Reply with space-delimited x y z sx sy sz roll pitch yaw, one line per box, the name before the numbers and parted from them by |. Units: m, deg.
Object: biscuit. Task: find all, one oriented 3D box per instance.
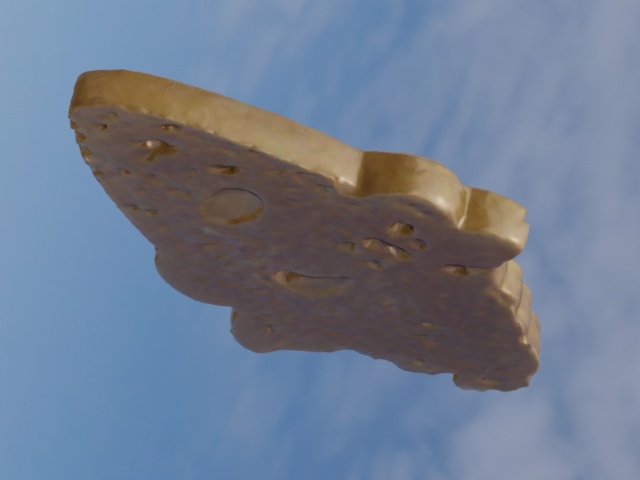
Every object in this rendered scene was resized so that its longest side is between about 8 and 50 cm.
biscuit | 0.000 0.000 0.634 0.162 0.250 0.035 -20 -129 36
